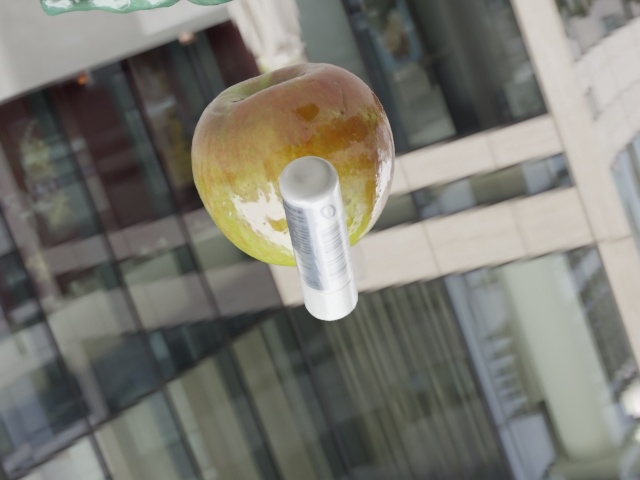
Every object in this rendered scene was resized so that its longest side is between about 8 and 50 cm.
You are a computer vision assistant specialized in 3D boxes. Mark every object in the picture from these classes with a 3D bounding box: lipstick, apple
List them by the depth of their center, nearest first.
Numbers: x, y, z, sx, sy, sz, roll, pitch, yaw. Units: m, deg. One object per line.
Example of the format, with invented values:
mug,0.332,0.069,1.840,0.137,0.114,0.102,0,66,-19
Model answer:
lipstick,0.000,0.000,0.927,0.040,0.141,0.040,-4,-126,5
apple,-0.024,-0.070,1.305,0.196,0.196,0.196,-20,-171,3

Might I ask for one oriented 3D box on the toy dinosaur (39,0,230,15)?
toy dinosaur,-0.029,-0.088,0.304,0.120,0.079,0.292,-8,175,-22
